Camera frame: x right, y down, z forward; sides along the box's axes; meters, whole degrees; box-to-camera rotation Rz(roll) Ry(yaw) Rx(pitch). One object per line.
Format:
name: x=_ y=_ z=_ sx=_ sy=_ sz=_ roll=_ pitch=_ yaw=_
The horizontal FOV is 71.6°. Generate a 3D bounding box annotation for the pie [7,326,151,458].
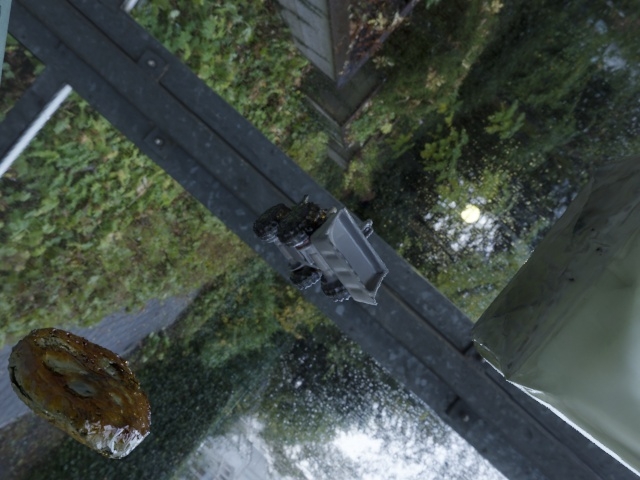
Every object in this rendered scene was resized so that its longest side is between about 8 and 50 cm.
pie: x=-0.416 y=0.261 z=0.784 sx=0.085 sy=0.308 sz=0.308 roll=-52 pitch=179 yaw=-7

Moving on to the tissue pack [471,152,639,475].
tissue pack: x=0.402 y=0.124 z=0.464 sx=0.297 sy=0.380 sz=0.207 roll=-54 pitch=175 yaw=4

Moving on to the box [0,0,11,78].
box: x=-0.457 y=-0.236 z=0.542 sx=0.270 sy=0.045 sz=0.211 roll=-44 pitch=-155 yaw=40

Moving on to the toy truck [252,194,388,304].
toy truck: x=0.000 y=0.000 z=0.616 sx=0.111 sy=0.136 sz=0.286 roll=-43 pitch=-159 yaw=-15
